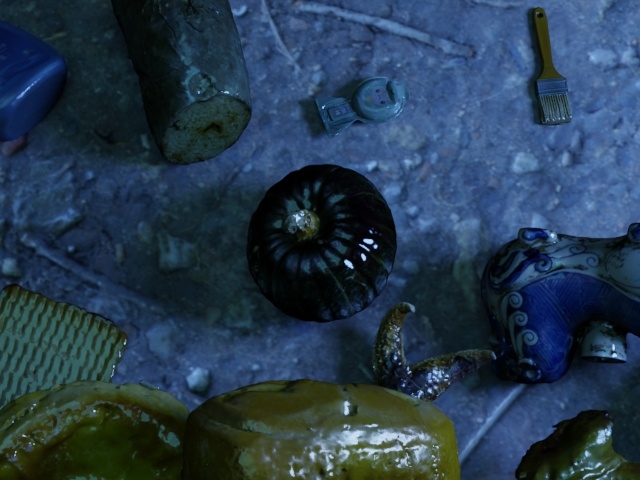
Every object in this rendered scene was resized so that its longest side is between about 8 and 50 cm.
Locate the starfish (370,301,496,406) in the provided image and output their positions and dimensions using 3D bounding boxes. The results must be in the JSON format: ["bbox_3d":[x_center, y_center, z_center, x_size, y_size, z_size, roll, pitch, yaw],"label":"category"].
[{"bbox_3d":[0.106,0.193,1.592,0.216,0.071,0.238,-9,85,-7],"label":"starfish"}]

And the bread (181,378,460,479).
[{"bbox_3d":[0.015,0.321,1.433,0.328,0.148,0.337,4,89,-22],"label":"bread"}]

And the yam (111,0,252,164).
[{"bbox_3d":[-0.172,-0.240,1.692,0.154,0.154,0.254,-15,70,-4],"label":"yam"}]

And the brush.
[{"bbox_3d":[0.298,-0.231,1.750,0.043,0.014,0.170,-6,71,-1],"label":"brush"}]

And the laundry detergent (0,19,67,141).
[{"bbox_3d":[-0.475,-0.252,1.718,0.290,0.094,0.143,33,63,10],"label":"laundry detergent"}]

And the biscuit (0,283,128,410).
[{"bbox_3d":[-0.355,0.192,1.614,0.172,0.029,0.255,21,75,6],"label":"biscuit"}]

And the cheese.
[{"bbox_3d":[0.057,-0.176,1.727,0.120,0.026,0.067,-20,73,-5],"label":"cheese"}]

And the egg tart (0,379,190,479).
[{"bbox_3d":[-0.259,0.317,1.506,0.341,0.132,0.341,3,76,-10],"label":"egg tart"}]

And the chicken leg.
[{"bbox_3d":[0.351,0.285,1.492,0.361,0.140,0.212,-24,84,14],"label":"chicken leg"}]

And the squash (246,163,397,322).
[{"bbox_3d":[0.002,0.002,1.608,0.193,0.156,0.193,-2,48,2],"label":"squash"}]

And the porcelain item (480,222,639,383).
[{"bbox_3d":[0.327,0.076,1.564,0.288,0.138,0.186,-1,81,23],"label":"porcelain item"}]
